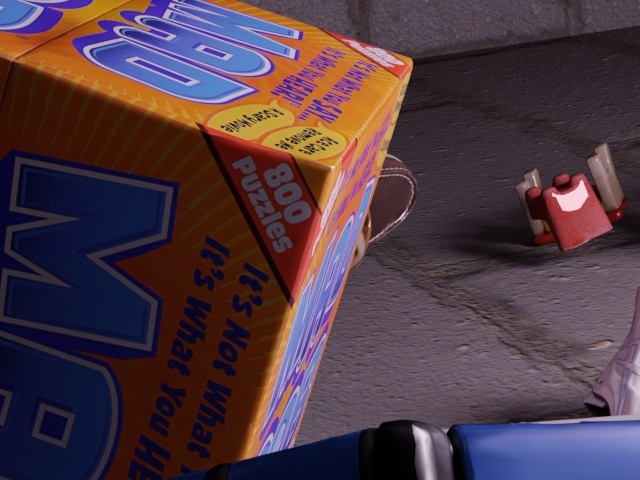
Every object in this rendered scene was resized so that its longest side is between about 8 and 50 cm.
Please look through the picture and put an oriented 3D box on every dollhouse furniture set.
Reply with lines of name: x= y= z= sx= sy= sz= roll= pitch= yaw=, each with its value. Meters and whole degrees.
dollhouse furniture set: x=0.387 y=-0.040 z=2.004 sx=0.374 sy=0.152 sz=0.201 roll=-20 pitch=9 yaw=21

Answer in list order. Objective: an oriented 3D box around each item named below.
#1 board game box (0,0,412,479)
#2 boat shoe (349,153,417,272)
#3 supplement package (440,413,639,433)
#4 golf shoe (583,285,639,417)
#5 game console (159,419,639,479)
board game box: x=-0.180 y=0.025 z=1.218 sx=0.356 sy=0.356 sz=0.356 roll=19 pitch=17 yaw=5
boat shoe: x=0.000 y=0.000 z=2.015 sx=0.123 sy=0.123 sz=0.342 roll=20 pitch=29 yaw=38
supplement package: x=0.183 y=0.198 z=0.886 sx=0.263 sy=0.198 sz=0.199 roll=-5 pitch=14 yaw=5
golf shoe: x=0.236 y=0.097 z=1.472 sx=0.086 sy=0.069 sz=0.176 roll=-17 pitch=37 yaw=22
game console: x=0.051 y=0.225 z=0.723 sx=0.250 sy=0.293 sz=0.173 roll=-17 pitch=-20 yaw=26
